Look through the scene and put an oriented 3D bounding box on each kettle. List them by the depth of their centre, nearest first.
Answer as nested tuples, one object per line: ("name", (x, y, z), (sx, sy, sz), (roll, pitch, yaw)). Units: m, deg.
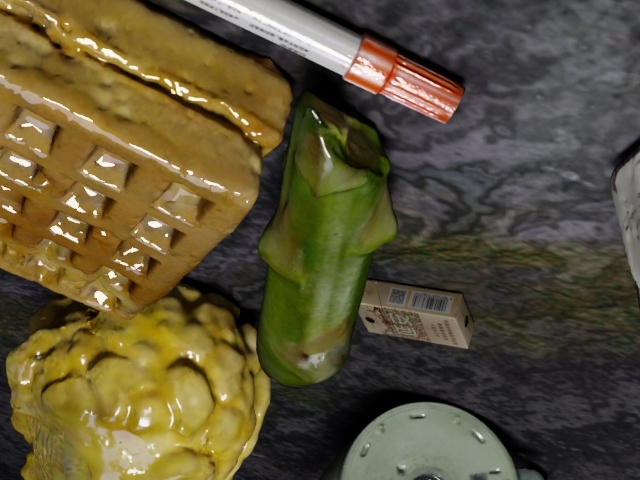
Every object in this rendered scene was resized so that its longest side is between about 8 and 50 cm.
("kettle", (0.100, 0.261, 1.245), (0.240, 0.165, 0.255), (-6, 159, -14))

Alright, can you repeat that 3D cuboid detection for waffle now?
("waffle", (-0.169, -0.052, 0.852), (0.224, 0.098, 0.327), (27, 153, -13))

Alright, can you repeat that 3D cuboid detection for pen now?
("pen", (-0.032, -0.122, 0.689), (0.239, 0.028, 0.028), (24, 155, -10))

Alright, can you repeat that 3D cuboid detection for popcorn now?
("popcorn", (-0.164, 0.141, 1.115), (0.250, 0.190, 0.250), (12, 115, 29))

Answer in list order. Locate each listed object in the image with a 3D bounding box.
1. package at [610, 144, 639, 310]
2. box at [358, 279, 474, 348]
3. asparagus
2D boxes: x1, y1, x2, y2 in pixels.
("package", (0.184, -0.020, 0.600), (0.030, 0.154, 0.239), (-2, 156, -3))
("box", (0.071, 0.055, 0.982), (0.083, 0.024, 0.053), (6, 152, 23))
("asparagus", (0.001, 0.001, 0.853), (0.085, 0.082, 0.343), (-19, 152, -17))
